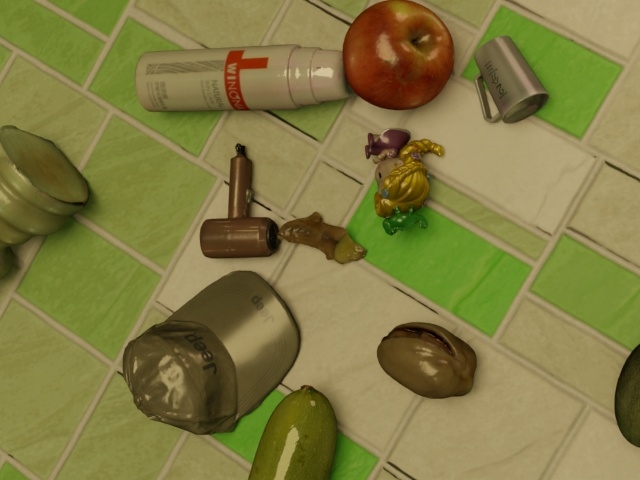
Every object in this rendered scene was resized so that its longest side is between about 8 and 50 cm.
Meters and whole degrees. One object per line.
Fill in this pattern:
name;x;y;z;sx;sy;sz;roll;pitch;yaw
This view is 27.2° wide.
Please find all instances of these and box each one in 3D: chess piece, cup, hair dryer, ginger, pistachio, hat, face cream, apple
chess piece;-0.544;-0.010;2.143;0.330;0.182;0.182;-46;71;16
cup;0.265;-0.224;1.917;0.104;0.074;0.116;-44;65;41
hair dryer;-0.122;-0.062;2.041;0.117;0.064;0.182;-2;78;19
ginger;0.003;-0.005;1.996;0.137;0.044;0.057;21;109;23
pistachio;0.151;0.171;1.894;0.149;0.113;0.113;19;91;36
hat;-0.172;0.163;1.997;0.214;0.149;0.245;47;111;18
face cream;-0.113;-0.249;2.036;0.345;0.102;0.102;0;84;22
apple;0.110;-0.269;1.930;0.139;0.163;0.163;-27;71;57

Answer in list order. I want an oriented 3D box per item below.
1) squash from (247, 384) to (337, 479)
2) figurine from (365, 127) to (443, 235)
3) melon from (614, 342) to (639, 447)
squash;-0.038;0.303;1.937;0.123;0.123;0.187;13;85;21
figurine;0.131;-0.085;1.936;0.114;0.095;0.156;-7;62;-1
melon;0.454;0.198;1.768;0.114;0.114;0.167;15;92;21
